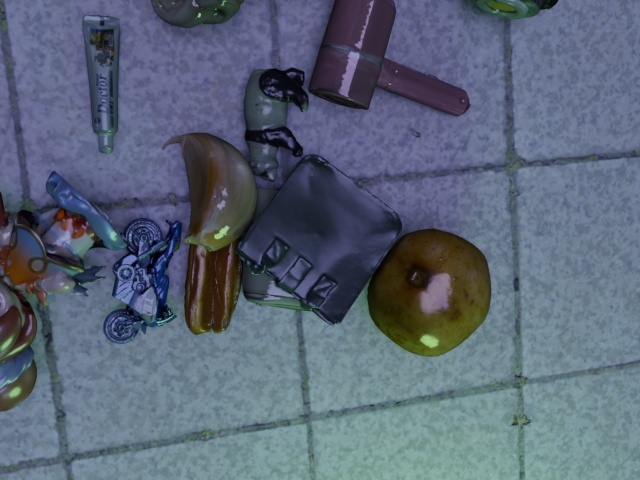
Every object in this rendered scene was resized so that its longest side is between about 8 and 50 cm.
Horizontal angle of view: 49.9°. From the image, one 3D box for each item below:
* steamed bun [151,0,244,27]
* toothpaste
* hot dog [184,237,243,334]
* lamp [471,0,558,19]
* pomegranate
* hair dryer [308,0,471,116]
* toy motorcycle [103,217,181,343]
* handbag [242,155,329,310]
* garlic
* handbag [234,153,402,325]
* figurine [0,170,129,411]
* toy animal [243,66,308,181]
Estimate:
[{"bbox_3d":[-0.205,-0.503,1.250,0.211,0.144,0.218,-1,102,31],"label":"steamed bun"},{"bbox_3d":[-0.409,-0.293,1.294,0.067,0.037,0.256,-1,95,-12],"label":"toothpaste"},{"bbox_3d":[-0.209,0.056,1.366,0.115,0.072,0.269,7,94,-13],"label":"hot dog"},{"bbox_3d":[0.402,-0.573,1.335,0.373,0.205,0.272,-1,94,5],"label":"lamp"},{"bbox_3d":[0.222,0.105,1.383,0.260,0.260,0.261,-2,99,-12],"label":"pomegranate"},{"bbox_3d":[0.164,-0.345,1.380,0.352,0.125,0.211,15,93,-24],"label":"hair dryer"},{"bbox_3d":[-0.334,0.080,1.337,0.135,0.092,0.255,12,86,-22],"label":"toy motorcycle"},{"bbox_3d":[-0.039,-0.014,1.405,0.241,0.109,0.316,9,83,-14],"label":"handbag"},{"bbox_3d":[-0.203,-0.106,1.294,0.164,0.145,0.245,-20,68,8],"label":"garlic"},{"bbox_3d":[0.000,0.000,1.322,0.247,0.079,0.260,38,75,-6],"label":"handbag"},{"bbox_3d":[-0.544,0.080,1.216,0.276,0.248,0.388,39,75,13],"label":"figurine"},{"bbox_3d":[-0.091,-0.228,1.340,0.121,0.094,0.225,3,99,-11],"label":"toy animal"}]
